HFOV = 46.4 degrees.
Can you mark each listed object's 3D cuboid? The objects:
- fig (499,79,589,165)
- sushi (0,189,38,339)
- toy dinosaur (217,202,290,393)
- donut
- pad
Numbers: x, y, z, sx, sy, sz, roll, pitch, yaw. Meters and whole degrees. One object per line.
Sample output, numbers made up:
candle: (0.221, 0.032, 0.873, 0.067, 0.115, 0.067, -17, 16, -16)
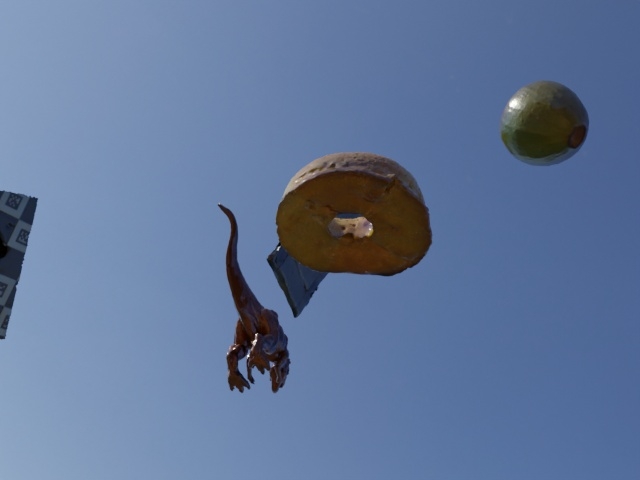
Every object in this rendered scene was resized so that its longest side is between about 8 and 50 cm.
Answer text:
fig: (0.195, -0.098, 0.638, 0.074, 0.074, 0.088, 51, 1, -23)
sushi: (-0.777, 0.037, 1.555, 0.069, 0.339, 0.320, 15, 3, 34)
toy dinosaur: (-0.123, 0.162, 1.379, 0.097, 0.208, 0.432, -5, -55, 12)
donut: (0.042, -0.034, 0.914, 0.190, 0.074, 0.174, -10, -47, 18)
pad: (-0.001, 0.000, 1.273, 0.022, 0.233, 0.174, 21, -29, 31)
